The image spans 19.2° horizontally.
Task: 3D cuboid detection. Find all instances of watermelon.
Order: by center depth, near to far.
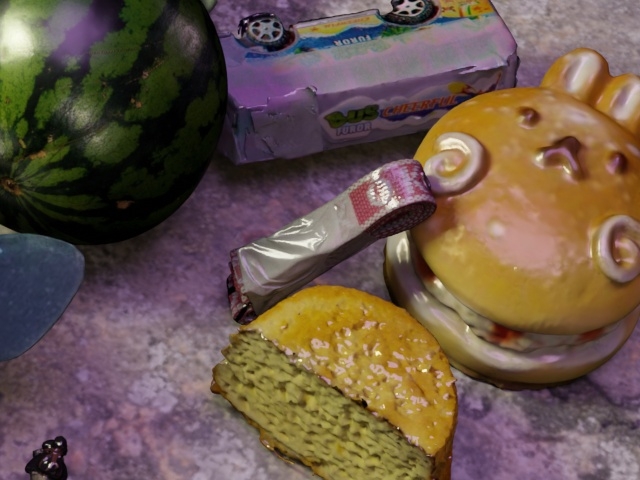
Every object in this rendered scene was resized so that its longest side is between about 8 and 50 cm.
[{"bbox_3d":[-0.224,-0.141,1.688,0.285,0.285,0.285,5,56,-8],"label":"watermelon"}]

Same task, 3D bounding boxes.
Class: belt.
[{"bbox_3d":[0.000,0.000,1.686,0.071,0.232,0.053,15,49,-54],"label":"belt"}]

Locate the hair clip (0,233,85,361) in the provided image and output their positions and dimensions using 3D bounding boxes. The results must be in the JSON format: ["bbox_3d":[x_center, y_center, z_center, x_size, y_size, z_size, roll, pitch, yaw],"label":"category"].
[{"bbox_3d":[-0.403,0.019,1.515,0.238,0.392,0.318,31,74,40],"label":"hair clip"}]

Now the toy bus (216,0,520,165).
[{"bbox_3d":[0.031,-0.156,1.839,0.317,0.112,0.138,-13,41,-16],"label":"toy bus"}]

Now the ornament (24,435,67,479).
[{"bbox_3d":[-0.234,0.260,1.542,0.088,0.081,0.203,13,53,-4],"label":"ornament"}]

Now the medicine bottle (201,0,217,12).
[{"bbox_3d":[-0.171,-0.298,1.889,0.143,0.147,0.147,0,56,-15],"label":"medicine bottle"}]

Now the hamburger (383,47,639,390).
[{"bbox_3d":[0.209,-0.029,1.760,0.261,0.186,0.303,38,55,14],"label":"hamburger"}]

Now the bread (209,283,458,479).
[{"bbox_3d":[0.033,0.127,1.643,0.229,0.143,0.139,36,58,11],"label":"bread"}]
